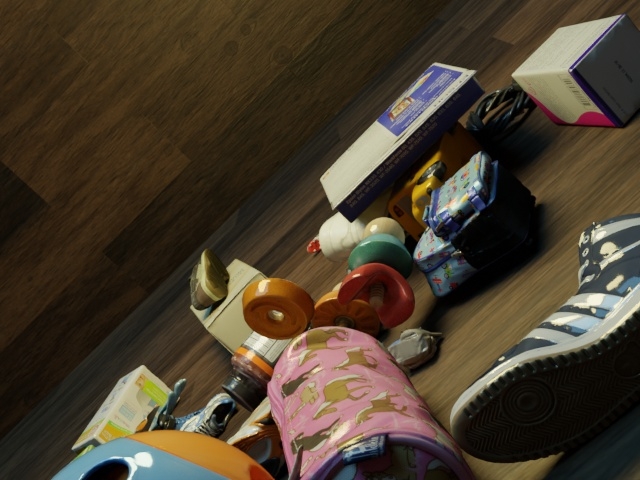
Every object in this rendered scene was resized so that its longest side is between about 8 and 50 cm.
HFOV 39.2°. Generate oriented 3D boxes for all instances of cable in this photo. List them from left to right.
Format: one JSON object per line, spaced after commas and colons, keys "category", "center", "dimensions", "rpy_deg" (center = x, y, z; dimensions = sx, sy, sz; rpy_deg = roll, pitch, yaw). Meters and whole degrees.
{"category": "cable", "center": [0.326, -0.231, 1.640], "dimensions": [0.150, 0.047, 0.184], "rpy_deg": [-53, 16, -9]}

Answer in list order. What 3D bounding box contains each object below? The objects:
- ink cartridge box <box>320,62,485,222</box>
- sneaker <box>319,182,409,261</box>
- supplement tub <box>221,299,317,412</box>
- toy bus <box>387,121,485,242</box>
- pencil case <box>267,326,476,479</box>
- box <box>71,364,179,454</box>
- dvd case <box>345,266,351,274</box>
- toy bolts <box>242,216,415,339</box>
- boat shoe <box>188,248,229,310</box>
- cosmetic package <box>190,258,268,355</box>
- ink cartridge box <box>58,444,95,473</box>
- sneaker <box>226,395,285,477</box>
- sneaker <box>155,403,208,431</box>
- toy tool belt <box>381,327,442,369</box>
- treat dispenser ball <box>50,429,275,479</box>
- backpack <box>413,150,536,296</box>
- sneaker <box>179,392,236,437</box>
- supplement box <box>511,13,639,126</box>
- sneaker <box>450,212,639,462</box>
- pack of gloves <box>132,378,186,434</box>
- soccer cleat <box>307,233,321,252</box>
{"category": "ink cartridge box", "center": [0.132, -0.163, 1.492], "dimensions": [0.303, 0.072, 0.307], "rpy_deg": [-44, 15, 6]}
{"category": "sneaker", "center": [0.131, -0.066, 1.648], "dimensions": [0.169, 0.108, 0.292], "rpy_deg": [-17, 23, 36]}
{"category": "supplement tub", "center": [-0.073, 0.183, 1.465], "dimensions": [0.198, 0.106, 0.106], "rpy_deg": [-50, 13, -17]}
{"category": "toy bus", "center": [0.196, -0.102, 1.481], "dimensions": [0.130, 0.108, 0.332], "rpy_deg": [-38, 14, 29]}
{"category": "pencil case", "center": [0.037, 0.203, 0.907], "dimensions": [0.160, 0.167, 0.386], "rpy_deg": [-44, 10, 2]}
{"category": "box", "center": [-0.406, 0.383, 1.881], "dimensions": [0.103, 0.114, 0.203], "rpy_deg": [-32, 19, 41]}
{"category": "dvd case", "center": [0.086, 0.041, 1.607], "dimensions": [0.087, 0.013, 0.119], "rpy_deg": [-45, 14, 3]}
{"category": "toy bolts", "center": [0.024, 0.057, 1.259], "dimensions": [0.228, 0.218, 0.158], "rpy_deg": [-45, 21, 37]}
{"category": "boat shoe", "center": [-0.239, 0.081, 1.860], "dimensions": [0.073, 0.080, 0.223], "rpy_deg": [-39, 17, 6]}
{"category": "cosmetic package", "center": [-0.169, 0.141, 1.889], "dimensions": [0.160, 0.113, 0.309], "rpy_deg": [-47, 12, -8]}
{"category": "ink cartridge box", "center": [-0.370, 0.461, 1.354], "dimensions": [0.255, 0.189, 0.097], "rpy_deg": [-42, 14, 19]}
{"category": "sneaker", "center": [-0.032, 0.227, 1.231], "dimensions": [0.262, 0.099, 0.121], "rpy_deg": [-39, 10, 23]}
{"category": "sneaker", "center": [-0.245, 0.327, 1.608], "dimensions": [0.152, 0.084, 0.058], "rpy_deg": [-48, 13, -13]}
{"category": "toy tool belt", "center": [0.114, 0.140, 1.155], "dimensions": [0.083, 0.052, 0.051], "rpy_deg": [-32, -13, 36]}
{"category": "treat dispenser ball", "center": [-0.150, 0.325, 0.849], "dimensions": [0.288, 0.288, 0.288], "rpy_deg": [-43, 13, 12]}
{"category": "backpack", "center": [0.193, -0.014, 1.211], "dimensions": [0.173, 0.117, 0.158], "rpy_deg": [-41, 12, 31]}
{"category": "sneaker", "center": [-0.197, 0.321, 1.560], "dimensions": [0.135, 0.052, 0.058], "rpy_deg": [-51, 18, -21]}
{"category": "supplement box", "center": [0.387, -0.241, 1.303], "dimensions": [0.114, 0.111, 0.220], "rpy_deg": [-46, 13, -2]}
{"category": "sneaker", "center": [0.234, 0.081, 0.812], "dimensions": [0.282, 0.099, 0.153], "rpy_deg": [-36, 19, 12]}
{"category": "pack of gloves", "center": [-0.316, 0.379, 1.700], "dimensions": [0.232, 0.046, 0.195], "rpy_deg": [-60, -7, 34]}
{"category": "soccer cleat", "center": [0.000, 0.000, 1.982], "dimensions": [0.083, 0.029, 0.035], "rpy_deg": [-47, 4, -22]}
